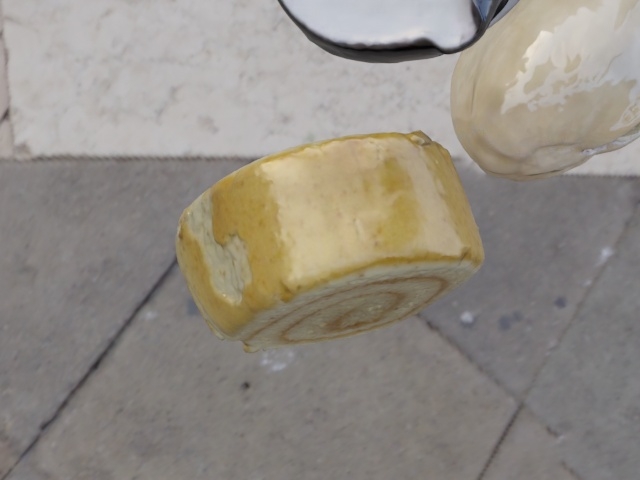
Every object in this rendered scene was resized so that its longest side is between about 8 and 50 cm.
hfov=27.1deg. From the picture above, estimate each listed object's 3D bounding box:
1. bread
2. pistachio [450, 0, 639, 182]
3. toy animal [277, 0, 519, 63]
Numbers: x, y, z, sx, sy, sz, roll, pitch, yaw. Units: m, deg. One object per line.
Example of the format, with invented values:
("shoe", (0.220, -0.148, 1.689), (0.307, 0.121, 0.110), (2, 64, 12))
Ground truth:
("bread", (0.000, 0.000, 0.585), (0.122, 0.149, 0.073), (-9, 76, -23))
("pistachio", (0.269, -0.202, 1.411), (0.214, 0.193, 0.318), (29, 81, 18))
("toy animal", (0.071, -0.217, 0.940), (0.165, 0.187, 0.235), (52, 24, -4))
